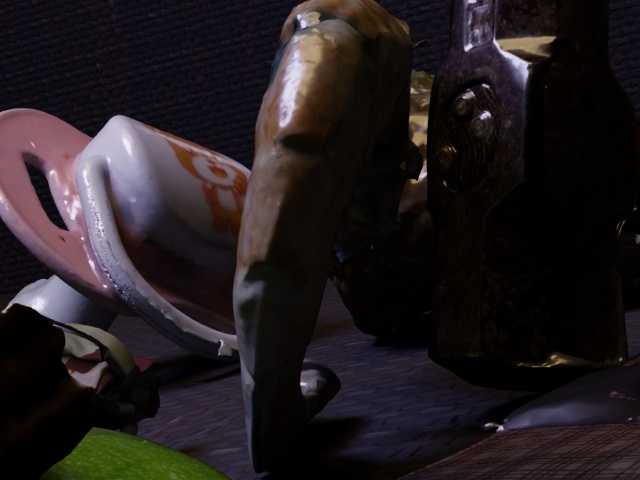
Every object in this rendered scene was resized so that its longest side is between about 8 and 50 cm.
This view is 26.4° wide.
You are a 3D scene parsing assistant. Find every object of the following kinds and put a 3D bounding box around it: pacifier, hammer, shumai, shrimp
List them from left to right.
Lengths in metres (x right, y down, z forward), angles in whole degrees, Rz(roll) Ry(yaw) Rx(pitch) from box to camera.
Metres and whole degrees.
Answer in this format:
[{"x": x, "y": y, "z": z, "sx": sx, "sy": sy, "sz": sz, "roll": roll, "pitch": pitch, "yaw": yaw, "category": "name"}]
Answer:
[{"x": -0.160, "y": 0.006, "z": 1.158, "sx": 0.273, "sy": 0.220, "sz": 0.332, "roll": -10, "pitch": -20, "yaw": 39, "category": "pacifier"}, {"x": 0.000, "y": 0.000, "z": 0.730, "sx": 0.085, "sy": 0.247, "sz": 0.360, "roll": 12, "pitch": -5, "yaw": 6, "category": "shrimp"}, {"x": 0.149, "y": -0.051, "z": 1.067, "sx": 0.283, "sy": 0.217, "sz": 0.346, "roll": -10, "pitch": 0, "yaw": 32, "category": "shumai"}, {"x": 0.224, "y": -0.026, "z": 0.822, "sx": 0.409, "sy": 0.242, "sz": 0.095, "roll": 9, "pitch": -13, "yaw": -41, "category": "hammer"}]

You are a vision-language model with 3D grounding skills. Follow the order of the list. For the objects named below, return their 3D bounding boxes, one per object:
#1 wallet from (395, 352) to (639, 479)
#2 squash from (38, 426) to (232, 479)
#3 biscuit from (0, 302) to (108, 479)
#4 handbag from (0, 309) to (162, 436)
[{"x": 0.129, "y": 0.072, "z": 0.511, "sx": 0.124, "sy": 0.042, "sz": 0.230, "roll": -6, "pitch": 8, "yaw": 39, "category": "wallet"}, {"x": -0.111, "y": 0.101, "z": 0.461, "sx": 0.082, "sy": 0.082, "sz": 0.292, "roll": -14, "pitch": 4, "yaw": -42, "category": "squash"}, {"x": -0.172, "y": 0.086, "z": 0.335, "sx": 0.252, "sy": 0.070, "sz": 0.106, "roll": -38, "pitch": 16, "yaw": -28, "category": "biscuit"}, {"x": -0.222, "y": 0.092, "z": 0.703, "sx": 0.235, "sy": 0.127, "sz": 0.213, "roll": 1, "pitch": 6, "yaw": 9, "category": "handbag"}]
